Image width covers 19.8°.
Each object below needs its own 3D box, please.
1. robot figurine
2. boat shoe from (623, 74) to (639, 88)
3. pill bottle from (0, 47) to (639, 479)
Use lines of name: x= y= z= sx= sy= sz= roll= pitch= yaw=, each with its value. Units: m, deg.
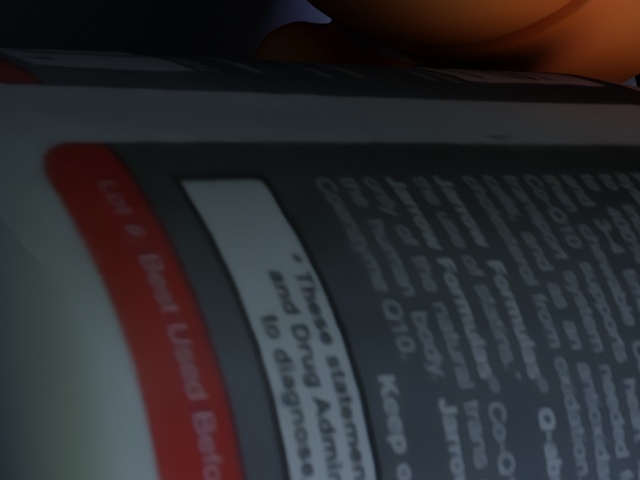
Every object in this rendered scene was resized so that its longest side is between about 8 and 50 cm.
robot figurine: x=0.054 y=-0.113 z=0.551 sx=0.158 sy=0.128 sz=0.219 roll=-14 pitch=172 yaw=20
boat shoe: x=0.099 y=-0.068 z=0.803 sx=0.068 sy=0.081 sz=0.228 roll=-65 pitch=165 yaw=19
pill bottle: x=0.019 y=0.058 z=0.486 sx=0.363 sy=0.210 sz=0.210 roll=-2 pitch=127 yaw=-43
